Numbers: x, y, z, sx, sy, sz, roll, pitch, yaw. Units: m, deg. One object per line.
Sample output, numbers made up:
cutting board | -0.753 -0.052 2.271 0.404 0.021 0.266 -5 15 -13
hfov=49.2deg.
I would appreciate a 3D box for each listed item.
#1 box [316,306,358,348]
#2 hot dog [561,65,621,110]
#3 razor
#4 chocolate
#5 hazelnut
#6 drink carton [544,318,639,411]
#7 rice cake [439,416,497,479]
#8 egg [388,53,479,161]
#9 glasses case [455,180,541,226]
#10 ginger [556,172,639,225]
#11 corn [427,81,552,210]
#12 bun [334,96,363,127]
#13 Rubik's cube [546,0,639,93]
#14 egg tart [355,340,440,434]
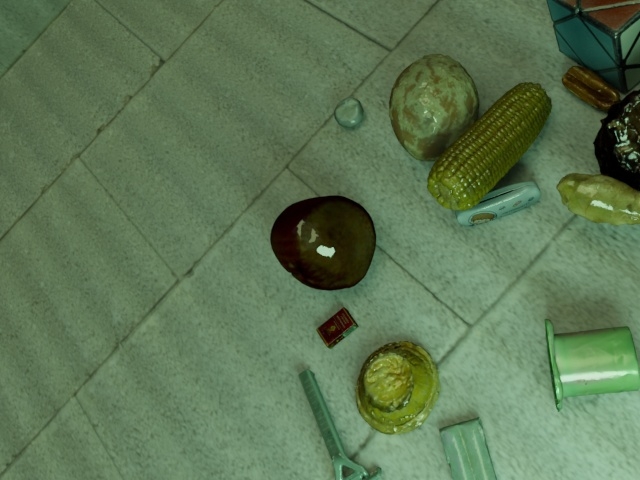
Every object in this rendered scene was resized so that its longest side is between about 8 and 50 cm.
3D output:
box | 0.036 0.192 1.532 0.082 0.023 0.051 -40 54 5
hot dog | 0.577 -0.321 1.483 0.062 0.038 0.144 -51 56 12
razor | 0.016 0.384 1.429 0.111 0.056 0.278 -36 55 10
chocolate | 0.627 -0.214 1.323 0.224 0.177 0.206 -42 54 6
hazelnut | 0.000 0.000 1.537 0.229 0.229 0.230 -12 62 23
drink carton | 0.475 0.215 1.226 0.142 0.144 0.146 -9 63 14
rice cake | 0.284 0.438 1.269 0.084 0.040 0.226 -23 58 16
egg | 0.249 -0.290 1.550 0.203 0.203 0.245 -1 73 28
glasses case | 0.368 -0.075 1.457 0.178 0.067 0.045 -20 59 18
ginger | 0.665 -0.060 1.230 0.363 0.122 0.348 -34 82 6
corn | 0.358 -0.198 1.453 0.131 0.131 0.344 31 64 35
bun | 0.073 -0.316 1.747 0.083 0.045 0.083 -10 65 23
Rubik's cube | 0.618 -0.470 1.434 0.207 0.205 0.205 -43 54 5
egg tart | 0.146 0.288 1.399 0.191 0.074 0.191 -14 59 23
